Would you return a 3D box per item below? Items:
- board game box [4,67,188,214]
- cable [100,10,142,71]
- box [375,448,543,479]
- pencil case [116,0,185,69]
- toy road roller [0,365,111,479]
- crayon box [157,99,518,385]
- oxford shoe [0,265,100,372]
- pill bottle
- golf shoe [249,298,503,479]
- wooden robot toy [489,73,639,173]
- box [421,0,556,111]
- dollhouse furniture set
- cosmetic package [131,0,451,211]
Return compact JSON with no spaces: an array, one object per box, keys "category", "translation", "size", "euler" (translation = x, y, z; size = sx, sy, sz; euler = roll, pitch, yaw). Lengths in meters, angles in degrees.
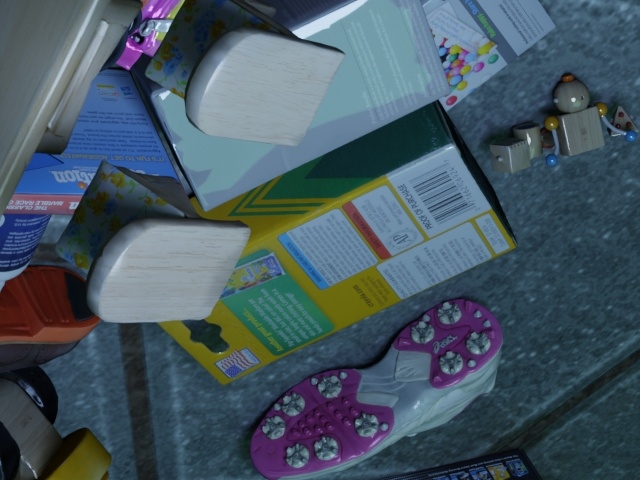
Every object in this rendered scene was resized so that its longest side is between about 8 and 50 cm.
[{"category":"board game box","translation":[-0.248,-0.081,1.426],"size":[0.281,0.145,0.027],"euler":[1,139,-37]},{"category":"cable","translation":[-0.220,-0.172,1.363],"size":[0.184,0.047,0.150],"euler":[-37,100,19]},{"category":"box","translation":[0.179,0.371,2.227],"size":[0.270,0.216,0.060],"euler":[-8,138,-29]},{"category":"pencil case","translation":[-0.079,-0.236,1.402],"size":[0.104,0.104,0.236],"euler":[19,118,-48]},{"category":"toy road roller","translation":[-0.326,0.285,1.674],"size":[0.329,0.240,0.202],"euler":[-37,-173,13]},{"category":"crayon box","translation":[0.000,0.000,1.733],"size":[0.323,0.083,0.203],"euler":[-26,146,9]},{"category":"oxford shoe","translation":[-0.322,0.081,1.614],"size":[0.271,0.097,0.098],"euler":[5,137,-40]},{"category":"pill bottle","translation":[-0.271,-0.025,1.520],"size":[0.094,0.094,0.169],"euler":[0,134,-37]},{"category":"golf shoe","translation":[0.070,0.188,2.020],"size":[0.306,0.115,0.140],"euler":[-28,148,-4]},{"category":"wooden robot toy","translation":[0.238,-0.125,1.829],"size":[0.173,0.076,0.079],"euler":[-17,107,-20]},{"category":"box","translation":[0.106,-0.181,1.665],"size":[0.186,0.038,0.145],"euler":[-36,144,8]},{"category":"dollhouse furniture set","translation":[-0.181,-0.199,1.109],"size":[0.394,0.362,0.256],"euler":[-61,156,13]},{"category":"cosmetic package","translation":[-0.026,-0.139,1.532],"size":[0.238,0.107,0.127],"euler":[-23,124,-4]}]
